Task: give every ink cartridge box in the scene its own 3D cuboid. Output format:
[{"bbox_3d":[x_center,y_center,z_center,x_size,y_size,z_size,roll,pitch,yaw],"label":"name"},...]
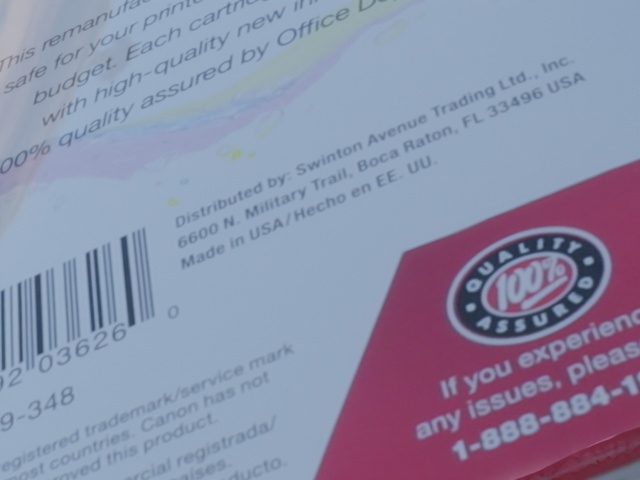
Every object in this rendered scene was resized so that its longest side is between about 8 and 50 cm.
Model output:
[{"bbox_3d":[0.000,0.000,0.462,0.226,0.131,0.306,-22,41,11],"label":"ink cartridge box"}]
